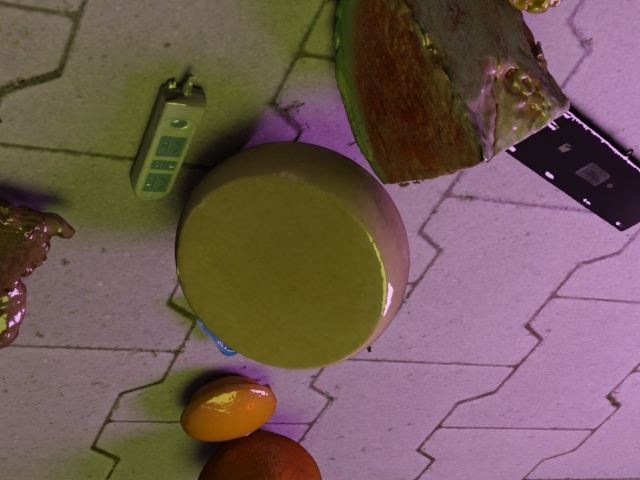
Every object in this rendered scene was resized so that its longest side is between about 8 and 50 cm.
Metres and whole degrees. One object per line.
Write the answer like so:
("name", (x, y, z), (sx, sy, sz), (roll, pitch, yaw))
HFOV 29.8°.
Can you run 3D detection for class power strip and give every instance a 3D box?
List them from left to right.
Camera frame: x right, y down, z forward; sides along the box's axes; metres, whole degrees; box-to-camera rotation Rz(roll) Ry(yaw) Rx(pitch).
("power strip", (-0.165, -0.109, 1.297), (0.047, 0.030, 0.191), (3, 140, -25))

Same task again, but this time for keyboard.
("keyboard", (0.344, -0.095, 1.517), (0.106, 0.027, 0.317), (-33, 140, 27))

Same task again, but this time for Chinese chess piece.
("Chinese chess piece", (-0.033, 0.019, 1.355), (0.273, 0.102, 0.273), (7, 119, 14))

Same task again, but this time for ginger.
("ginger", (-0.386, 0.058, 1.382), (0.122, 0.084, 0.290), (6, 139, -37))

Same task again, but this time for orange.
("orange", (-0.097, 0.386, 1.833), (0.206, 0.206, 0.206), (-11, 143, -8))

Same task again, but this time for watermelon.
("watermelon", (0.115, -0.160, 1.199), (0.193, 0.231, 0.310), (-32, 137, -44))

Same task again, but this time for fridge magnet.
("fridge magnet", (-0.134, 0.243, 1.739), (0.143, 0.063, 0.143), (-12, 145, -8))

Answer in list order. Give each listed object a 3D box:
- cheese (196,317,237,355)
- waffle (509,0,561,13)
("cheese", (-0.034, 0.087, 1.582), (0.244, 0.052, 0.135), (-22, 143, 6))
("waffle", (0.210, -0.301, 1.136), (0.194, 0.051, 0.149), (30, 90, -52))
